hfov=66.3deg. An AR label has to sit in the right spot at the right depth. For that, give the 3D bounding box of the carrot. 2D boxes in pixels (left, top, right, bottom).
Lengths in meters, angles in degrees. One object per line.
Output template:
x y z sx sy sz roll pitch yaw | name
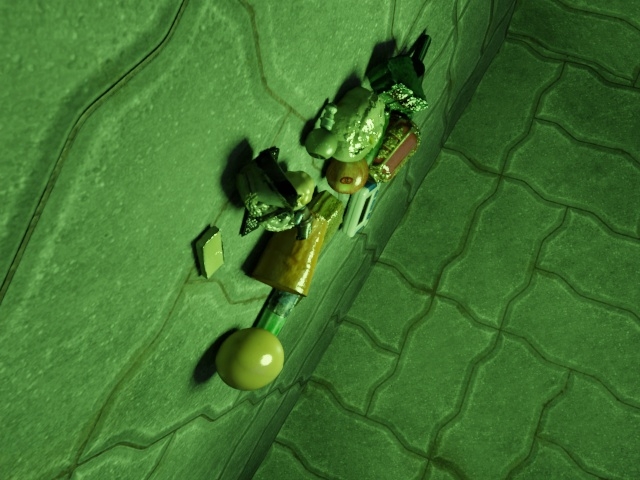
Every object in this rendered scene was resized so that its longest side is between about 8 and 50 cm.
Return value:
-0.089 0.030 1.518 0.196 0.196 0.254 51 59 -73 | carrot

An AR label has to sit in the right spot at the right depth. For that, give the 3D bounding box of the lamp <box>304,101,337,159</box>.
0.013 -0.312 1.382 0.091 0.091 0.163 39 67 -74 | lamp

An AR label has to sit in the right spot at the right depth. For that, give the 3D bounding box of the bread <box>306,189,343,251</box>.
-0.022 -0.040 1.697 0.234 0.110 0.184 -55 167 -14 | bread

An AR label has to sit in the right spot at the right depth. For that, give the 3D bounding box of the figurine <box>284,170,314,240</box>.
-0.065 -0.101 1.372 0.114 0.108 0.196 -53 144 -51 | figurine

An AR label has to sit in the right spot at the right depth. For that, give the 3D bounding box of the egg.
-0.237 0.386 1.597 0.244 0.201 0.201 7 111 -63 | egg

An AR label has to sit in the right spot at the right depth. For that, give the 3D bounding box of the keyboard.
-0.156 -0.124 1.283 0.087 0.017 0.250 -35 150 -54 | keyboard

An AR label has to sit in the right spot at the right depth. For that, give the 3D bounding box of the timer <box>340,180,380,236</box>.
0.174 -0.152 2.168 0.178 0.078 0.253 -37 151 -51 | timer

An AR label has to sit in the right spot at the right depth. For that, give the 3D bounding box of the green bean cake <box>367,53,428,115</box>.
0.250 -0.492 1.596 0.107 0.193 0.208 -17 -168 33 | green bean cake

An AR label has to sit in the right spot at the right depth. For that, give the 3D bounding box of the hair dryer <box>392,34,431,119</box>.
0.353 -0.632 1.863 0.244 0.116 0.302 90 26 -65 | hair dryer

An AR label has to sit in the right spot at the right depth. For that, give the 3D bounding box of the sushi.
-0.138 -0.095 1.211 0.109 0.134 0.273 -30 167 -13 | sushi

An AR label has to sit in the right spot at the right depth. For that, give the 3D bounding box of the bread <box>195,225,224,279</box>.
-0.266 0.032 1.190 0.068 0.028 0.153 -51 163 -31 | bread

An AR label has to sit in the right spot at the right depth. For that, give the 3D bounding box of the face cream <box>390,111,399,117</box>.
0.260 -0.435 1.985 0.182 0.051 0.072 -63 161 10 | face cream

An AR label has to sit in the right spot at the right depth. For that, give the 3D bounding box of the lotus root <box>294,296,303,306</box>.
-0.101 0.202 1.914 0.179 0.080 0.089 -61 164 3 | lotus root

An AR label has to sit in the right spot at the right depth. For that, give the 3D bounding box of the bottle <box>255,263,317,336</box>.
-0.129 0.205 1.809 0.330 0.093 0.093 -61 165 1 | bottle

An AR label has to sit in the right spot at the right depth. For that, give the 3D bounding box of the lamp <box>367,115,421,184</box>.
0.260 -0.348 1.884 0.274 0.177 0.177 -49 163 -4 | lamp

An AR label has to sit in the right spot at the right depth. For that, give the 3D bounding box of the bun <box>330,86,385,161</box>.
0.121 -0.354 1.516 0.239 0.141 0.239 -50 160 -25 | bun

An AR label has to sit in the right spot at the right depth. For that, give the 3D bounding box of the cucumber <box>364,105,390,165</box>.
0.149 -0.333 1.731 0.145 0.105 0.325 -38 156 -56 | cucumber

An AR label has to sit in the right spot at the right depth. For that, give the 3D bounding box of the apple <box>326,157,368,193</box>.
0.091 -0.234 1.649 0.146 0.146 0.131 -45 153 -44 | apple
